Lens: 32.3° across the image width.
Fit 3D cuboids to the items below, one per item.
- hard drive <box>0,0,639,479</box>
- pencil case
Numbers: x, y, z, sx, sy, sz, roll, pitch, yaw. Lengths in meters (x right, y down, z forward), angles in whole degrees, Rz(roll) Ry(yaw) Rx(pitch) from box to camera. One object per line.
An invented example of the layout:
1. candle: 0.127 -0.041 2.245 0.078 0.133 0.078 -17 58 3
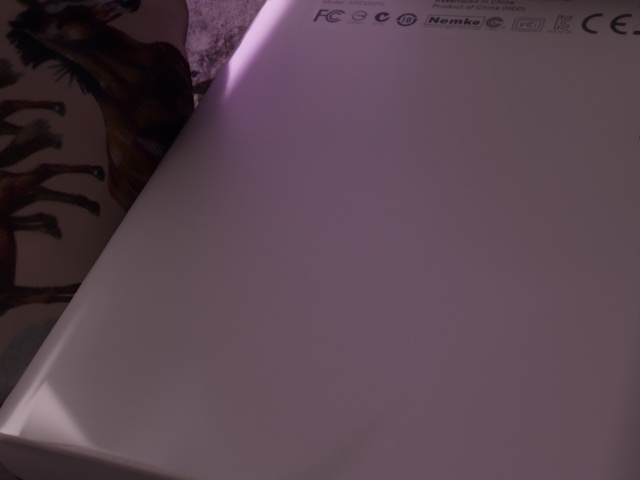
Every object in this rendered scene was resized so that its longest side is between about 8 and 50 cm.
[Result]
1. hard drive: 0.045 -0.029 0.419 0.040 0.210 0.319 72 -146 -45
2. pencil case: -0.128 0.082 0.485 0.183 0.159 0.411 -17 -76 -82
